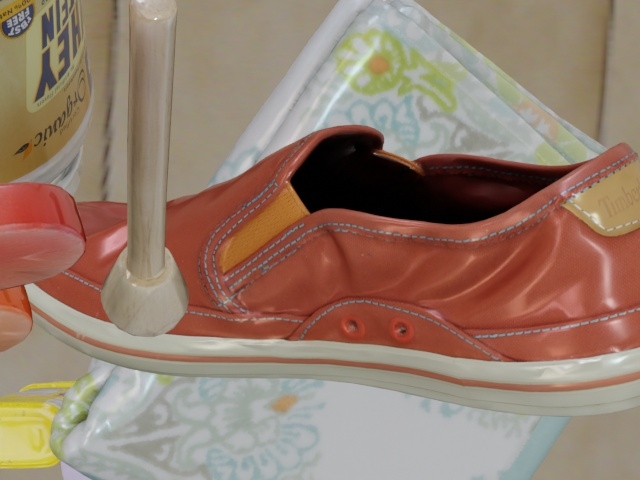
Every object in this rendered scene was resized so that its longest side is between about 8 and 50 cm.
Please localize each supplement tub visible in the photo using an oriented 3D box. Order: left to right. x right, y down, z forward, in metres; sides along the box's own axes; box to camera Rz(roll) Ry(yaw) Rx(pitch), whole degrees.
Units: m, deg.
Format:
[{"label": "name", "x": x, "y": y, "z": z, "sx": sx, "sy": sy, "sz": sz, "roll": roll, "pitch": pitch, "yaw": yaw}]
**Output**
[{"label": "supplement tub", "x": -0.296, "y": -0.161, "z": 1.410, "sx": 0.228, "sy": 0.228, "sz": 0.316, "roll": -23, "pitch": 143, "yaw": -18}]

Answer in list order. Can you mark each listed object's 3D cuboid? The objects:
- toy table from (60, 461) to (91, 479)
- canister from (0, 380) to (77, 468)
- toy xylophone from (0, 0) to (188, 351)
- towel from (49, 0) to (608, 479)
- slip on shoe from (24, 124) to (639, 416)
[{"label": "toy table", "x": -0.098, "y": 0.127, "z": 1.628, "sx": 0.274, "sy": 0.161, "sz": 0.252, "roll": -21, "pitch": 112, "yaw": 18}, {"label": "canister", "x": -0.287, "y": 0.191, "z": 1.878, "sx": 0.126, "sy": 0.170, "sz": 0.073, "roll": -2, "pitch": 91, "yaw": 14}, {"label": "toy xylophone", "x": -0.143, "y": 0.024, "z": 0.481, "sx": 0.236, "sy": 0.323, "sz": 0.081, "roll": -12, "pitch": 70, "yaw": -5}, {"label": "towel", "x": 0.042, "y": 0.052, "z": 1.219, "sx": 0.320, "sy": 0.090, "sz": 0.374, "roll": 34, "pitch": 90, "yaw": -30}, {"label": "slip on shoe", "x": 0.000, "y": 0.000, "z": 0.753, "sx": 0.123, "sy": 0.331, "sz": 0.101, "roll": -28, "pitch": 115, "yaw": -48}]
